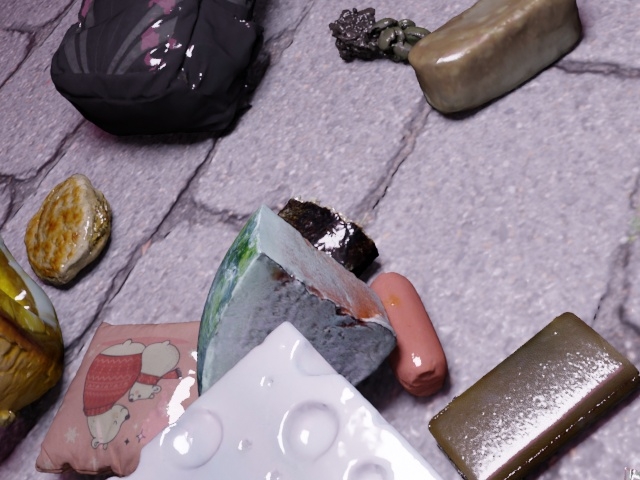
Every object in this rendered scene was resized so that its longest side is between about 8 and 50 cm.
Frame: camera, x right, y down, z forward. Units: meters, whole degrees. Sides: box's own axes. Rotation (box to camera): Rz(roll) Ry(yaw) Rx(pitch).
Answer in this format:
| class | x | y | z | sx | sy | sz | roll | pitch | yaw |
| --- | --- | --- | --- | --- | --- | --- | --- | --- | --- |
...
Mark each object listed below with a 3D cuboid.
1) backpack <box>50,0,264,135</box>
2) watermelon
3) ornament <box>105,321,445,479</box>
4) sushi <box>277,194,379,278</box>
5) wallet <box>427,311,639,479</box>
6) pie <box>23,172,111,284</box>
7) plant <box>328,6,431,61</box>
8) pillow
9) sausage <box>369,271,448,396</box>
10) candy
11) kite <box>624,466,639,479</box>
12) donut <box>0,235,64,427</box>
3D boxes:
| class | x | y | z | sx | sy | sz | roll | pitch | yaw |
| --- | --- | --- | --- | --- | --- | --- | --- | --- | --- |
| backpack | -0.236 | -0.380 | 1.359 | 0.363 | 0.255 | 0.446 | 8 | 73 | 34 |
| watermelon | -0.019 | 0.107 | 0.908 | 0.213 | 0.320 | 0.289 | 1 | 13 | 9 |
| ornament | -0.008 | 0.269 | 0.717 | 0.239 | 0.240 | 0.240 | -41 | 46 | -9 |
| sushi | 0.000 | 0.000 | 1.033 | 0.150 | 0.090 | 0.078 | 24 | 65 | 42 |
| wallet | 0.210 | 0.165 | 0.823 | 0.198 | 0.031 | 0.110 | -38 | 45 | -3 |
| pie | -0.392 | -0.016 | 1.270 | 0.163 | 0.079 | 0.193 | -36 | 46 | 12 |
| plant | 0.085 | -0.309 | 1.244 | 0.174 | 0.087 | 0.085 | 18 | 100 | 34 |
| pillow | -0.219 | 0.190 | 1.001 | 0.236 | 0.084 | 0.223 | 0 | 54 | 24 |
| sausage | 0.095 | 0.101 | 0.916 | 0.062 | 0.062 | 0.154 | -27 | 46 | 7 |
| candy | 0.236 | -0.267 | 1.107 | 0.234 | 0.104 | 0.102 | -35 | 41 | -2 |
| kite | 0.344 | 0.268 | 0.683 | 0.250 | 0.012 | 0.229 | -36 | 47 | -3 |
| donut | -0.455 | 0.078 | 1.053 | 0.160 | 0.330 | 0.330 | -40 | 46 | -10 |
